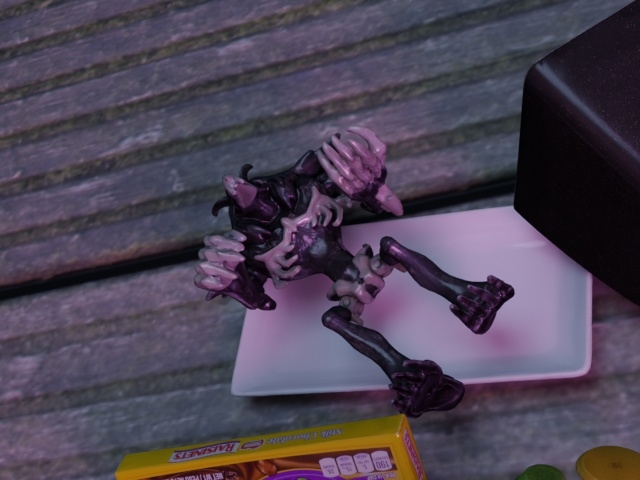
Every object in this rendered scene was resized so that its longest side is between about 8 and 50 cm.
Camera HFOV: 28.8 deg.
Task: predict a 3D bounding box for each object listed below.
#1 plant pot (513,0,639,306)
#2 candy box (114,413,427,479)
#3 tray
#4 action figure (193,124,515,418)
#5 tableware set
[{"bbox_3d":[0.248,-0.048,0.784,0.188,0.187,0.167,-31,64,-9],"label":"plant pot"},{"bbox_3d":[-0.026,0.177,0.826,0.205,0.105,0.027,-12,25,21],"label":"candy box"},{"bbox_3d":[0.069,0.049,0.915,0.270,0.030,0.145,-7,56,24],"label":"tray"},{"bbox_3d":[0.000,0.000,0.875,0.275,0.141,0.164,34,79,37],"label":"action figure"},{"bbox_3d":[0.195,0.155,0.725,0.154,0.024,0.104,-6,26,-12],"label":"tableware set"}]
